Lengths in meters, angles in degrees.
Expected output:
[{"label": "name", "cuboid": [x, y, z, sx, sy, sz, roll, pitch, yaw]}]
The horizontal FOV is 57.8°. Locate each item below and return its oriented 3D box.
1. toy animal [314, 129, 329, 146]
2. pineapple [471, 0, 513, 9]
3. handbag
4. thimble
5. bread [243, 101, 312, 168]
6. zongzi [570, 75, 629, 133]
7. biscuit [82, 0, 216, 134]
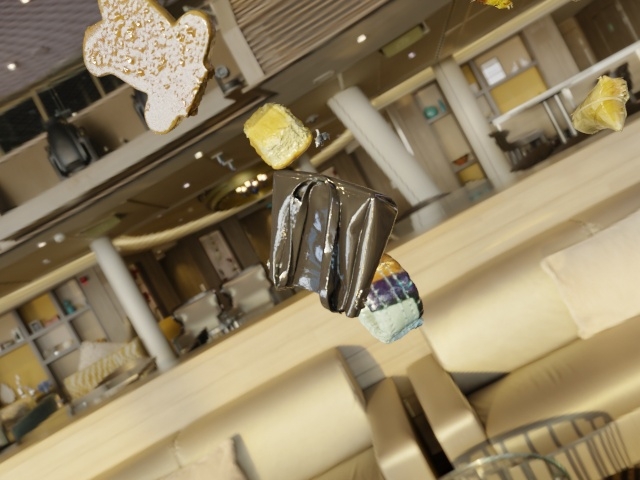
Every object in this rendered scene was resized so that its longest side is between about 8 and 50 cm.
[{"label": "toy animal", "cuboid": [-0.002, -0.311, 1.744, 0.028, 0.050, 0.084, -47, -1, 37]}, {"label": "pineapple", "cuboid": [0.424, -0.716, 1.552, 0.233, 0.135, 0.079, 15, -19, -8]}, {"label": "handbag", "cuboid": [-0.001, 0.000, 1.143, 0.285, 0.257, 0.113, 19, 12, 42]}, {"label": "thimble", "cuboid": [0.170, 0.159, 1.583, 0.150, 0.237, 0.237, -30, 2, -12]}, {"label": "bread", "cuboid": [-0.138, -0.333, 1.823, 0.174, 0.121, 0.245, -48, 46, 4]}, {"label": "zongzi", "cuboid": [0.801, -0.342, 1.659, 0.099, 0.197, 0.194, 9, -26, -3]}, {"label": "biscuit", "cuboid": [-0.463, -0.509, 1.578, 0.368, 0.394, 0.076, -60, -9, 32]}]
